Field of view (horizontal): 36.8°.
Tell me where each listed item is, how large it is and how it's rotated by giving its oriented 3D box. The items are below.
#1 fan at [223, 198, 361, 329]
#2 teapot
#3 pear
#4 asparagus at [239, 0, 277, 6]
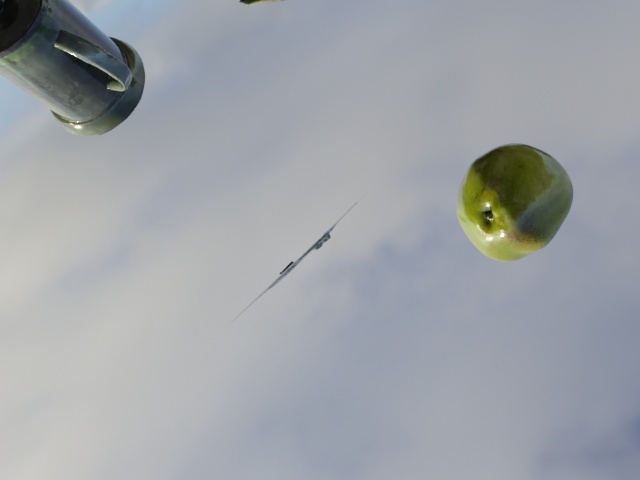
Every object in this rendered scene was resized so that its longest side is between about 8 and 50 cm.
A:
[{"bbox_3d":[0.000,0.001,1.219,0.233,0.012,0.415,-42,-179,27],"label":"fan"},{"bbox_3d":[-0.446,-0.322,1.636,0.271,0.337,0.200,23,-98,25],"label":"teapot"},{"bbox_3d":[0.146,-0.030,0.736,0.092,0.092,0.097,-33,-175,15],"label":"pear"},{"bbox_3d":[-0.004,-0.284,1.039,0.179,0.045,0.041,-22,-128,19],"label":"asparagus"}]
